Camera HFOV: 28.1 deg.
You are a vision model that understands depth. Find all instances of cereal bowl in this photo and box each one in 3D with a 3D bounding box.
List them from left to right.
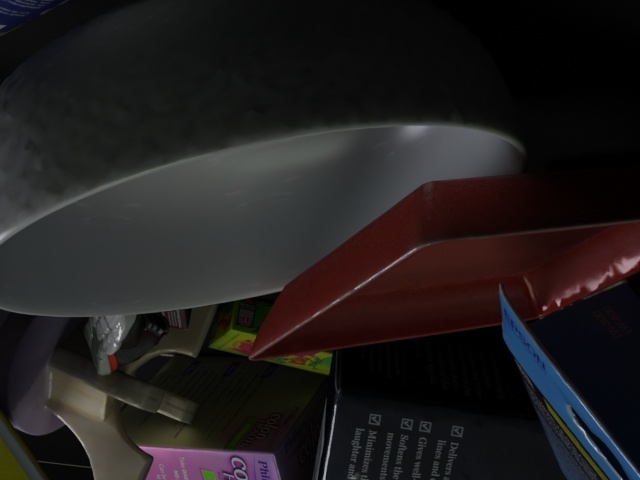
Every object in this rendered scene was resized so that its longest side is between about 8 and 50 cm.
[{"bbox_3d":[-0.055,-0.065,0.772,0.339,0.141,0.339,-13,166,-3],"label":"cereal bowl"}]

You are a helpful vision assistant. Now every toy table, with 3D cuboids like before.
[{"bbox_3d":[-0.231,0.152,1.387,0.161,0.252,0.274,21,-177,11],"label":"toy table"}]

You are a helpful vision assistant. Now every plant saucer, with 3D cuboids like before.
[{"bbox_3d":[0.109,0.011,0.838,0.259,0.047,0.258,-7,164,-28],"label":"plant saucer"}]

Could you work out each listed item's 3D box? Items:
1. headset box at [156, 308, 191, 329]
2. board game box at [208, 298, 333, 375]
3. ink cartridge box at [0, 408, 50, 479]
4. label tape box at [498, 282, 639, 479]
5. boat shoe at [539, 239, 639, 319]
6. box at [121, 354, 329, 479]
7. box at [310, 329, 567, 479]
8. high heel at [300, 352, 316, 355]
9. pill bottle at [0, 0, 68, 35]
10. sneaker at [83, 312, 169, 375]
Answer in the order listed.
[{"bbox_3d":[-0.218,-0.020,1.072,0.293,0.110,0.218,9,160,-1],"label":"headset box"},{"bbox_3d":[-0.026,0.113,1.453,0.181,0.043,0.092,15,159,-17],"label":"board game box"},{"bbox_3d":[-0.363,0.114,1.170,0.304,0.072,0.307,24,143,60],"label":"ink cartridge box"},{"bbox_3d":[0.255,0.166,0.881,0.115,0.249,0.347,-34,146,-3],"label":"label tape box"},{"bbox_3d":[0.242,0.045,1.073,0.123,0.123,0.342,5,157,30],"label":"boat shoe"},{"bbox_3d":[-0.113,0.244,1.572,0.243,0.213,0.117,-2,114,24],"label":"box"},{"bbox_3d":[0.188,0.269,1.350,0.396,0.293,0.212,9,-161,-1],"label":"box"},{"bbox_3d":[0.041,0.075,1.125,0.082,0.117,0.244,23,138,-34],"label":"high heel"},{"bbox_3d":[-0.145,-0.170,0.661,0.094,0.094,0.169,25,154,-38],"label":"pill bottle"},{"bbox_3d":[-0.157,0.065,1.061,0.065,0.061,0.158,-15,167,-19],"label":"sneaker"}]
